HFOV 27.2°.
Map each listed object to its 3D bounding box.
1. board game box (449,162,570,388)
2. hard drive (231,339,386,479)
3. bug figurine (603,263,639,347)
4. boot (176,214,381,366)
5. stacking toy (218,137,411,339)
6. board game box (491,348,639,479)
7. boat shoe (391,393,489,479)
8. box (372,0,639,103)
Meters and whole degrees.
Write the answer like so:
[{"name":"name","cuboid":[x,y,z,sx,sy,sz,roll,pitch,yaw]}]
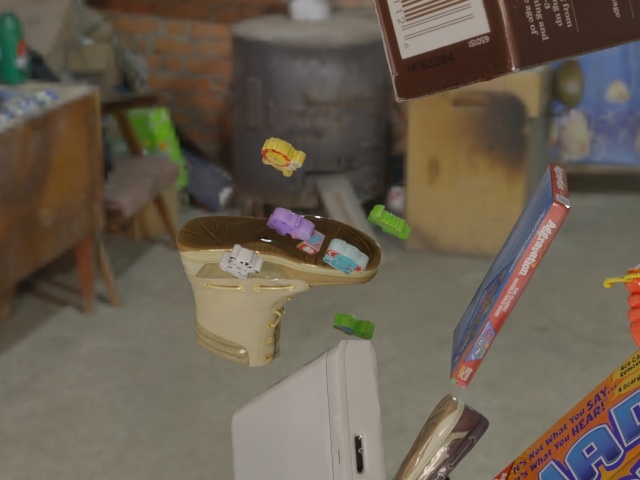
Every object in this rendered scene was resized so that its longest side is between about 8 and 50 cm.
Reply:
[{"name":"board game box","cuboid":[0.243,0.045,1.711,0.027,0.281,0.145,26,24,-2]},{"name":"hard drive","cuboid":[-0.020,0.265,1.459,0.047,0.233,0.353,3,-19,-21]},{"name":"bug figurine","cuboid":[0.385,0.091,1.262,0.072,0.216,0.279,2,-17,-30]},{"name":"boot","cuboid":[-0.049,0.072,1.712,0.262,0.203,0.095,3,39,8]},{"name":"stacking toy","cuboid":[0.000,0.000,1.576,0.221,0.167,0.052,30,-27,-18]},{"name":"board game box","cuboid":[0.527,0.450,1.970,0.356,0.356,0.356,40,12,-26]},{"name":"boat shoe","cuboid":[0.173,0.382,2.125,0.092,0.285,0.103,29,13,-1]},{"name":"box","cuboid":[0.212,-0.245,1.049,0.381,0.191,0.143,-18,6,-35]}]
